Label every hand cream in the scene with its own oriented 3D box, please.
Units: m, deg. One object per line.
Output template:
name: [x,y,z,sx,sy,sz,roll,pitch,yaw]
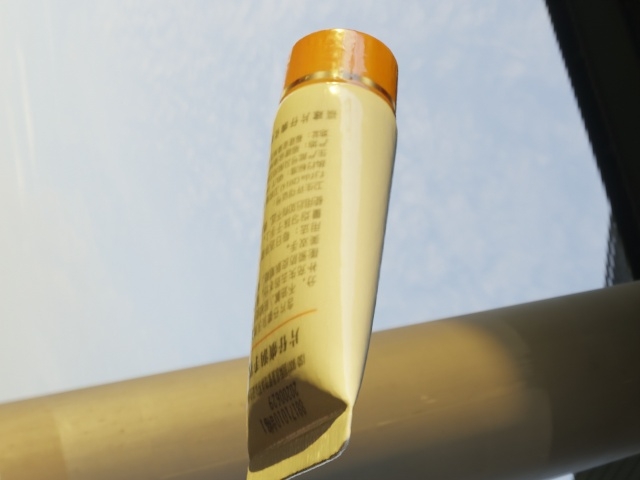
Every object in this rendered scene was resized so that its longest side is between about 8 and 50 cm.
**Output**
hand cream: [0.000,0.000,0.591,0.139,0.089,0.314,-39,-145,55]
